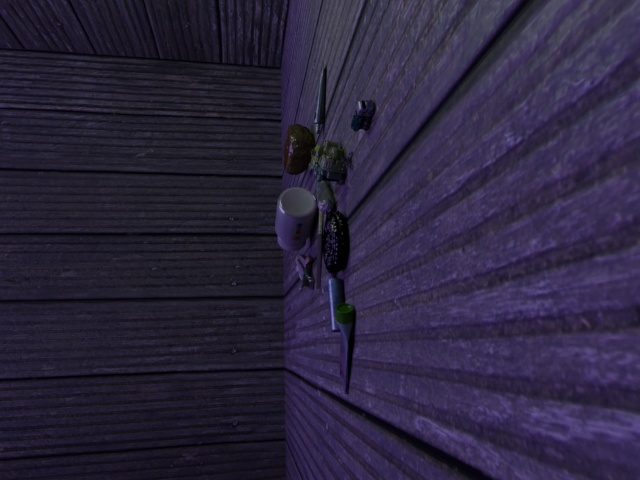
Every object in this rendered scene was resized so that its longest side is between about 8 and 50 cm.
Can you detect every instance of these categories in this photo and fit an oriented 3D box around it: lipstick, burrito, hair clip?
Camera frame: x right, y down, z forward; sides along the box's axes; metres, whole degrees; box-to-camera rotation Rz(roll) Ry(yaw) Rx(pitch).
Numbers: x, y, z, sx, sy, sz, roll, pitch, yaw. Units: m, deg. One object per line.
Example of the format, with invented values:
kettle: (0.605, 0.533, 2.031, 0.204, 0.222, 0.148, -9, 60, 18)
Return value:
lipstick: (0.048, 0.195, 1.366, 0.048, 0.048, 0.158, 113, 155, -66)
burrito: (0.013, -0.155, 1.565, 0.203, 0.064, 0.064, -101, 15, -55)
hair clip: (-0.074, 0.130, 2.036, 0.218, 0.071, 0.159, -114, 31, -54)

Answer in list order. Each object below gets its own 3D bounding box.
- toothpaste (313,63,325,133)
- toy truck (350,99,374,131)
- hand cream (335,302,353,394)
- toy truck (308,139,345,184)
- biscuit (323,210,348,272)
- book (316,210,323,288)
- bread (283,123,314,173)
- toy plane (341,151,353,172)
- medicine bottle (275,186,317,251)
toothpaste: (-0.001, -0.536, 1.724, 0.067, 0.037, 0.256, -124, 38, -83)
toy truck: (0.100, -0.300, 1.090, 0.083, 0.044, 0.039, 108, 157, -62)
hand cream: (0.067, 0.309, 1.292, 0.079, 0.050, 0.275, -54, -33, -60)
toy truck: (0.025, -0.250, 1.416, 0.191, 0.085, 0.116, -117, 38, -64)
biscuit: (0.043, 0.006, 1.390, 0.194, 0.053, 0.195, 180, 90, -79)
book: (0.000, 0.000, 1.569, 0.295, 0.020, 0.208, -87, -1, -62)
bread: (-0.096, -0.409, 2.034, 0.230, 0.122, 0.230, -174, 90, -80)
toy plane: (0.075, -0.225, 1.296, 0.084, 0.024, 0.078, -104, 35, -56)
medicine bottle: (-0.112, -0.082, 1.966, 0.293, 0.170, 0.170, 104, 163, -55)
